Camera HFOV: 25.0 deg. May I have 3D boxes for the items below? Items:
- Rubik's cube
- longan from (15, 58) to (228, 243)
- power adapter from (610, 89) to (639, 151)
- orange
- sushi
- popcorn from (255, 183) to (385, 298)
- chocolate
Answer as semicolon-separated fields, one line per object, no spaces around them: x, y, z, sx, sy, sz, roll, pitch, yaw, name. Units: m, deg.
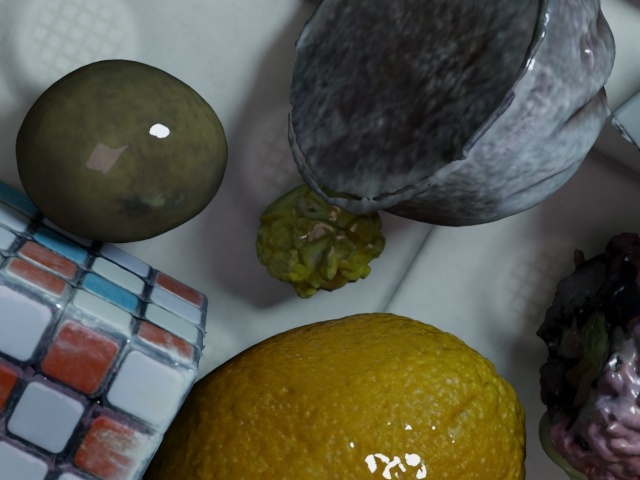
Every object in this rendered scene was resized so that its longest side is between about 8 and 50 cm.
-0.269;0.129;1.296;0.253;0.259;0.256;29;101;-7;Rubik's cube
-0.178;-0.079;1.297;0.187;0.167;0.167;10;104;-5;longan
0.403;-0.114;1.231;0.255;0.187;0.124;-39;133;11;power adapter
0.017;0.225;1.298;0.357;0.322;0.322;-32;103;-6;orange
0.290;0.129;1.305;0.171;0.270;0.236;26;116;-10;sushi
0.000;0.000;1.349;0.120;0.106;0.116;17;94;-6;popcorn
0.142;-0.134;1.250;0.213;0.303;0.303;24;105;-39;chocolate
